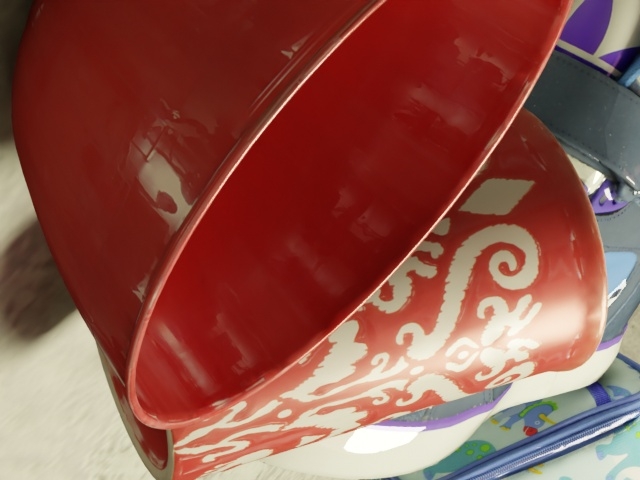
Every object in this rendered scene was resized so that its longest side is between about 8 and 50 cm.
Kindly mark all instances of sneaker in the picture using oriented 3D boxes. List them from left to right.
[{"bbox_3d":[0.078,-0.032,0.702,0.322,0.130,0.236,-9,121,-48],"label":"sneaker"}]

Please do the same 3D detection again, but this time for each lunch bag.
[{"bbox_3d":[0.107,0.115,0.890,0.176,0.090,0.219,-20,-164,-6],"label":"lunch bag"}]

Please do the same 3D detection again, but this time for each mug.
[{"bbox_3d":[-0.001,0.005,0.550,0.169,0.150,0.113,-18,164,-20],"label":"mug"}]

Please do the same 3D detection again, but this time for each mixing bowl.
[{"bbox_3d":[-0.020,-0.046,0.414,0.181,0.098,0.181,-44,163,-17],"label":"mixing bowl"}]
